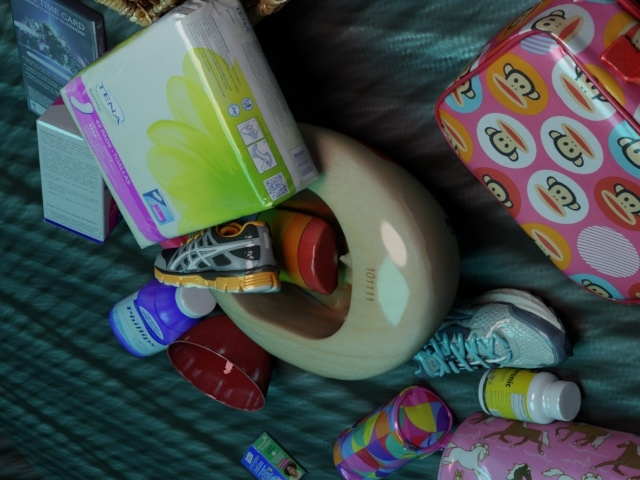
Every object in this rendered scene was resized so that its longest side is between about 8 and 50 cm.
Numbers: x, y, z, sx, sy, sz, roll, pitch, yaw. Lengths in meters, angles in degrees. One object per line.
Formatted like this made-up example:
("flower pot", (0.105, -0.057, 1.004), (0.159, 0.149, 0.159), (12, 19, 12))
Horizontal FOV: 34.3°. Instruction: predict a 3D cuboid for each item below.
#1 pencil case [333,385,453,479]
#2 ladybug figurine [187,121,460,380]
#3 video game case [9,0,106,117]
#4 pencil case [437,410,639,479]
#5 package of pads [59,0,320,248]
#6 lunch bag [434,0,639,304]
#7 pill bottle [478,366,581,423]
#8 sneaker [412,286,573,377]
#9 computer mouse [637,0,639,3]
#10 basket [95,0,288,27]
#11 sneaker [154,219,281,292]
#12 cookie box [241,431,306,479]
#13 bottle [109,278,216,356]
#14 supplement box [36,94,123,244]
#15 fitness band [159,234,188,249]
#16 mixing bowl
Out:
("pencil case", (0.104, 0.293, 1.523), (0.104, 0.104, 0.236), (48, 147, 2))
("ladybug figurine", (0.000, 0.000, 1.263), (0.449, 0.162, 0.305), (20, 117, 45))
("video game case", (-0.400, -0.270, 1.611), (0.196, 0.026, 0.274), (33, 142, 23))
("pencil case", (0.327, 0.313, 1.236), (0.386, 0.160, 0.167), (1, 130, 47))
("package of pads", (-0.155, -0.129, 1.166), (0.296, 0.101, 0.229), (-14, 105, 50))
("lunch bag", (0.263, -0.084, 0.929), (0.293, 0.120, 0.258), (47, 156, -5))
("pill bottle", (0.258, 0.191, 1.278), (0.116, 0.065, 0.065), (1, 124, 47))
("sneaker", (0.172, 0.127, 1.262), (0.283, 0.122, 0.110), (5, 127, 46))
("computer mouse", (0.363, -0.192, 0.798), (0.272, 0.072, 0.188), (51, 150, 20))
("basket", (-0.128, -0.316, 1.086), (0.299, 0.223, 0.213), (-17, 109, 53))
("sneaker", (-0.121, 0.017, 1.230), (0.215, 0.084, 0.083), (1, 92, 45))
("cookie box", (-0.087, 0.414, 1.901), (0.107, 0.040, 0.092), (42, 146, 10))
("bottle", (-0.267, 0.123, 1.777), (0.118, 0.092, 0.283), (56, 145, -7))
("supplement box", (-0.355, -0.118, 1.594), (0.114, 0.111, 0.220), (21, 139, 10))
("fitness band", (-0.174, -0.046, 1.553), (0.291, 0.054, 0.209), (20, 134, 35))
("mixing bowl", (-0.147, 0.184, 1.679), (0.181, 0.098, 0.181), (23, 148, 15))
